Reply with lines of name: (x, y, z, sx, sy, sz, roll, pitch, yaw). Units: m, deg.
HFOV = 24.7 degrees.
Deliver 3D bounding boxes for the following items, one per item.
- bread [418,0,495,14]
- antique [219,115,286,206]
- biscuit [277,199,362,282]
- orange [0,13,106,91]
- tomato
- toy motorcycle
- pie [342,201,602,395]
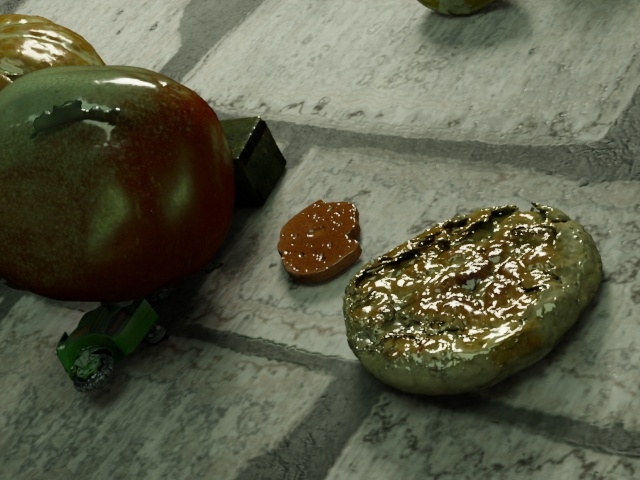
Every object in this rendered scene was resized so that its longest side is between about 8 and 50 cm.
bread: (0.178, -0.350, 1.905, 0.157, 0.083, 0.094, -5, 39, 26)
antique: (-0.161, -0.094, 1.821, 0.221, 0.081, 0.080, 0, 44, 33)
biscuit: (0.000, 0.000, 1.653, 0.102, 0.019, 0.130, -23, 37, 8)
orange: (-0.420, -0.145, 1.918, 0.329, 0.249, 0.329, -20, 29, 11)
tomato: (-0.238, -0.074, 1.621, 0.304, 0.239, 0.303, -3, 22, 1)
toy motorcycle: (-0.235, 0.099, 1.657, 0.106, 0.074, 0.190, -5, 42, 42)
pie: (0.149, 0.052, 1.464, 0.274, 0.055, 0.274, -17, 33, 11)
